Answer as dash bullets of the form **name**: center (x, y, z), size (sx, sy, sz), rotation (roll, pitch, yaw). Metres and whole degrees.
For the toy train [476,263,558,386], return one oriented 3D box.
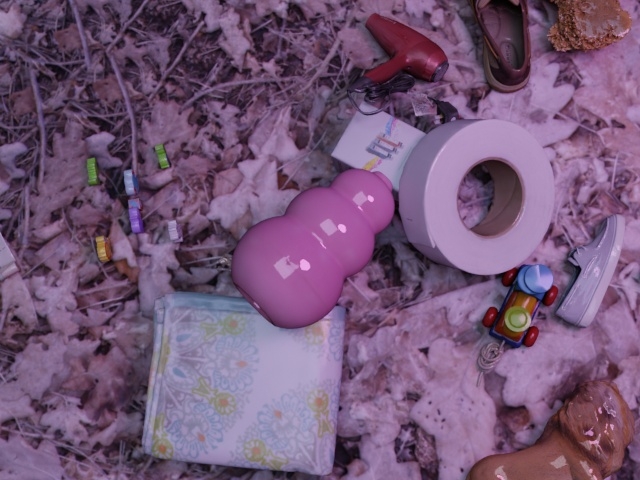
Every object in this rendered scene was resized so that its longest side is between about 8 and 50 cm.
- **toy train**: center (0.352, 0.158, 1.649), size (0.105, 0.143, 0.248), rotation (26, 83, 9)

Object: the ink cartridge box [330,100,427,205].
- **ink cartridge box**: center (0.127, -0.161, 1.734), size (0.176, 0.128, 0.127), rotation (30, 84, 10)

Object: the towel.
- **towel**: center (-0.148, 0.265, 1.708), size (0.375, 0.090, 0.320), rotation (4, 83, 6)

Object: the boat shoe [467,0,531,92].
- **boat shoe**: center (0.354, -0.469, 1.769), size (0.123, 0.123, 0.341), rotation (-6, 80, 4)

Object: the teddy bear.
- **teddy bear**: center (0.523, -0.532, 1.765), size (0.245, 0.113, 0.337), rotation (-22, 80, 7)

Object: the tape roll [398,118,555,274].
- **tape roll**: center (0.287, -0.081, 1.651), size (0.286, 0.100, 0.286), rotation (-4, 99, -24)

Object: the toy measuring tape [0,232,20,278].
- **toy measuring tape**: center (-0.707, -0.078, 1.803), size (0.121, 0.121, 0.330), rotation (-30, 79, 0)

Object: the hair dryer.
- **hair dryer**: center (0.150, -0.346, 1.742), size (0.224, 0.080, 0.293), rotation (7, 46, -22)

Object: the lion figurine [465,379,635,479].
- **lion figurine**: center (0.389, 0.417, 1.606), size (0.392, 0.142, 0.240), rotation (-22, 71, 5)

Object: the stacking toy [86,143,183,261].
- **stacking toy**: center (-0.377, -0.079, 1.805), size (0.167, 0.052, 0.221), rotation (-12, 79, 3)

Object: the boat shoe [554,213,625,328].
- **boat shoe**: center (0.503, 0.048, 1.687), size (0.081, 0.079, 0.227), rotation (21, 86, 4)

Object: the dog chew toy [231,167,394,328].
- **dog chew toy**: center (0.000, 0.000, 1.610), size (0.206, 0.206, 0.332), rotation (44, 78, 11)

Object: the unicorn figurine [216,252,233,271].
- **unicorn figurine**: center (-0.126, 0.049, 1.739), size (0.111, 0.162, 0.060), rotation (6, 104, 23)
